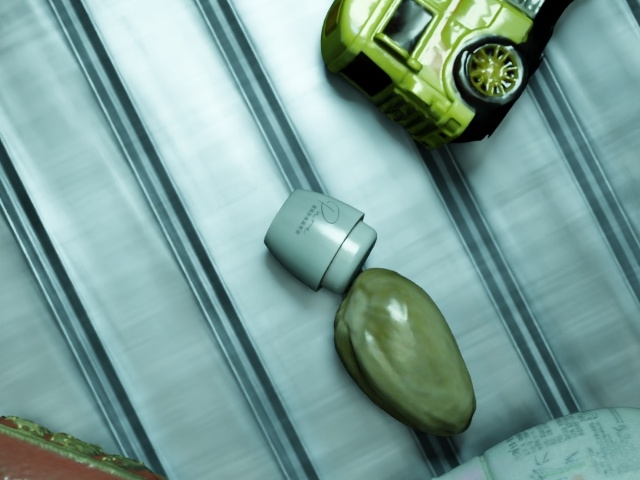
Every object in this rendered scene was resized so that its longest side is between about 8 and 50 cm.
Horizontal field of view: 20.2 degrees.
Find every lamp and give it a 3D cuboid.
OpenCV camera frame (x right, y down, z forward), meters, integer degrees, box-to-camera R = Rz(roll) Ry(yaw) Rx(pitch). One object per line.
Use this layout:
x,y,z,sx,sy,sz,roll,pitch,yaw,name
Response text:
-0.249,0.264,1.654,0.274,0.177,0.177,20,83,11,lamp

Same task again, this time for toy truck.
0.159,-0.302,1.755,0.254,0.180,0.405,32,82,-4,toy truck

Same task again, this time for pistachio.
0.085,0.113,1.753,0.108,0.126,0.185,-29,92,35,pistachio

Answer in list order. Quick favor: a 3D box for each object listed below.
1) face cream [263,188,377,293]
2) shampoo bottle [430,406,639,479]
0.000,0.000,1.757,0.095,0.091,0.091,32,83,6,face cream
0.245,0.300,1.662,0.266,0.273,0.273,-18,87,2,shampoo bottle
